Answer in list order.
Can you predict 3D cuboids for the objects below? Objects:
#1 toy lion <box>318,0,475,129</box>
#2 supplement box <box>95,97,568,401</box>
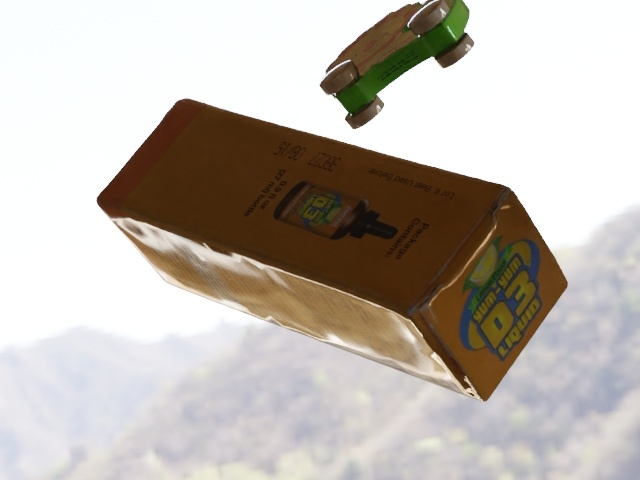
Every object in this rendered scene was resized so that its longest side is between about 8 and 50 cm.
[{"bbox_3d":[0.041,-0.108,1.066,0.100,0.034,0.096,-33,18,24],"label":"toy lion"},{"bbox_3d":[0.000,0.000,0.904,0.233,0.080,0.078,18,62,47],"label":"supplement box"}]
